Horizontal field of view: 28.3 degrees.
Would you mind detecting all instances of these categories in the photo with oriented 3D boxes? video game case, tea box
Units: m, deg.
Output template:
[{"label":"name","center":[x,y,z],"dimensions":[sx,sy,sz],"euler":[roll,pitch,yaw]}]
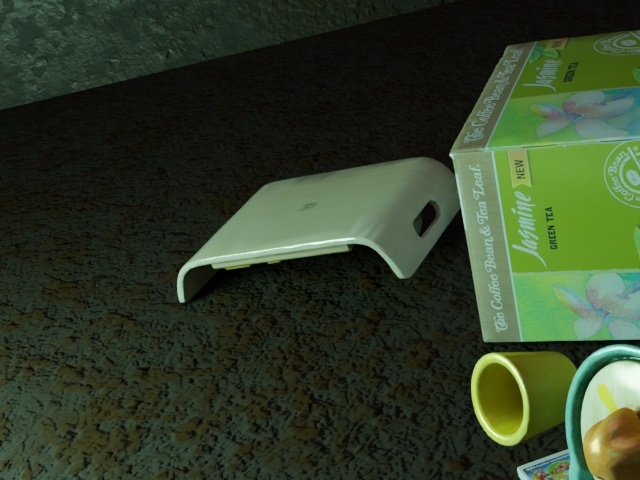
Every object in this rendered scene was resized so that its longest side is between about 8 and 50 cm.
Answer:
[{"label":"video game case","center":[0.222,0.201,1.014],"dimensions":[0.087,0.011,0.122],"euler":[-18,24,-10]},{"label":"tea box","center":[0.333,-0.068,1.304],"dimensions":[0.324,0.220,0.329],"euler":[-4,25,20]}]

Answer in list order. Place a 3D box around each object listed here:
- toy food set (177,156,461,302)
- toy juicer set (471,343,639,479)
[{"label":"toy food set","center":[0.000,0.000,1.516],"dimensions":[0.306,0.092,0.219],"euler":[-9,23,30]},{"label":"toy juicer set","center":[0.218,0.168,0.817],"dimensions":[0.090,0.209,0.329],"euler":[-8,-3,-30]}]
